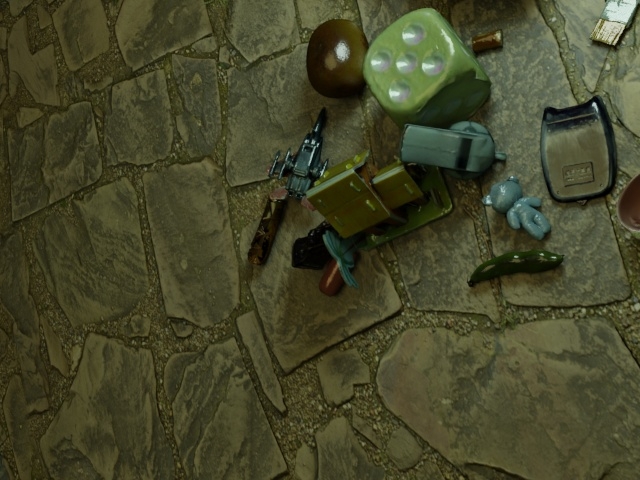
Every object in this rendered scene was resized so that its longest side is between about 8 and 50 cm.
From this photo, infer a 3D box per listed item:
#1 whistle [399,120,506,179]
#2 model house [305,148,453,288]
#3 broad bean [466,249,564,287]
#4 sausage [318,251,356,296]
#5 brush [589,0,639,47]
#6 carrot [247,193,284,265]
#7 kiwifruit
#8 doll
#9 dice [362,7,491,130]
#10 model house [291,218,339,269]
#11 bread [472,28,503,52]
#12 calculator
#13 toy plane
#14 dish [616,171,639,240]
[{"bbox_3d":[0.339,-0.237,1.799,0.290,0.163,0.163,8,85,-4],"label":"whistle"},{"bbox_3d":[0.148,-0.076,1.818,0.300,0.324,0.340,-25,68,28],"label":"model house"},{"bbox_3d":[0.481,0.061,1.743,0.255,0.046,0.065,-16,80,31],"label":"broad bean"},{"bbox_3d":[0.049,0.089,2.010,0.062,0.062,0.154,35,100,33],"label":"sausage"},{"bbox_3d":[0.766,-0.634,1.702,0.085,0.020,0.336,30,97,34],"label":"brush"},{"bbox_3d":[-0.167,-0.035,2.173,0.069,0.069,0.228,20,91,34],"label":"carrot"},{"bbox_3d":[0.052,-0.537,2.048,0.196,0.196,0.233,-7,71,32],"label":"kiwifruit"},{"bbox_3d":[0.496,-0.074,1.755,0.120,0.075,0.179,-37,80,-19],"label":"doll"},{"bbox_3d":[0.281,-0.428,1.841,0.250,0.252,0.254,-38,65,23],"label":"dice"},{"bbox_3d":[0.000,-0.005,1.999,0.152,0.106,0.165,-47,29,35],"label":"model house"},{"bbox_3d":[0.450,-0.536,1.879,0.083,0.036,0.046,-6,86,31],"label":"bread"},{"bbox_3d":[0.627,-0.216,1.708,0.177,0.040,0.268,-11,80,33],"label":"calculator"},{"bbox_3d":[-0.038,-0.258,2.105,0.223,0.104,0.326,16,87,7],"label":"toy plane"},{"bbox_3d":[0.777,-0.066,1.549,0.213,0.090,0.213,-8,75,30],"label":"dish"}]
